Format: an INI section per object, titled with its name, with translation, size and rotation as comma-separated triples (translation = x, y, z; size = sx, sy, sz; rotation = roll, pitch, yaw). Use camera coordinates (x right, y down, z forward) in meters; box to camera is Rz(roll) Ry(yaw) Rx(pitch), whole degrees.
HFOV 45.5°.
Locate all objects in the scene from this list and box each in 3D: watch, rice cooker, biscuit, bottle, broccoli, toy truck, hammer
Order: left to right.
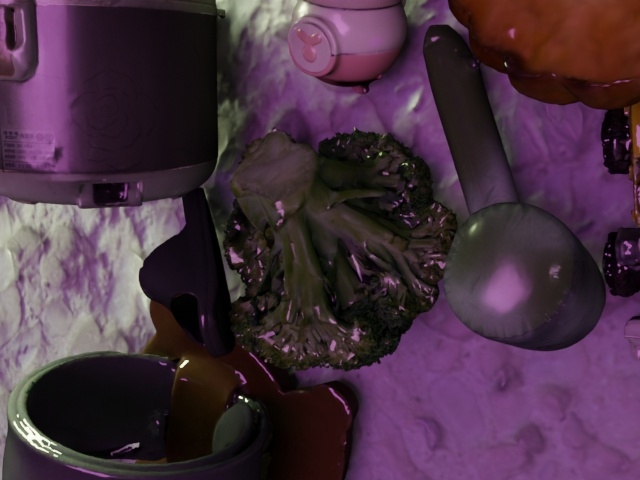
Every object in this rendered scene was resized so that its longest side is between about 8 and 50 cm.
[rice cooker]
translation = -0.251, -0.187, 0.833
size = 0.288, 0.288, 0.276
rotation = 8, 107, 26
[watch]
translation = -0.168, 0.244, 0.847
size = 0.335, 0.327, 0.314
rotation = 18, 108, 23
[broccoli]
translation = 0.000, 0.000, 0.776
size = 0.262, 0.241, 0.269
rotation = 19, 63, 29
[bottle]
translation = 0.030, -0.260, 0.733
size = 0.148, 0.147, 0.236
rotation = 18, 124, 24
[hammer]
translation = 0.164, -0.063, 0.720
size = 0.119, 0.206, 0.335
rotation = -20, 71, 22
[biscuit]
translation = 0.261, -0.244, 0.608
size = 0.326, 0.107, 0.325
rotation = -12, 64, 26
[toy truck]
translation = 0.314, -0.018, 0.666
size = 0.136, 0.111, 0.285
rotation = -3, 98, 30

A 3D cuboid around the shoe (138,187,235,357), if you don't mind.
[shoe]
translation = -0.156, 0.039, 0.867
size = 0.093, 0.241, 0.108
rotation = -12, 133, -4
